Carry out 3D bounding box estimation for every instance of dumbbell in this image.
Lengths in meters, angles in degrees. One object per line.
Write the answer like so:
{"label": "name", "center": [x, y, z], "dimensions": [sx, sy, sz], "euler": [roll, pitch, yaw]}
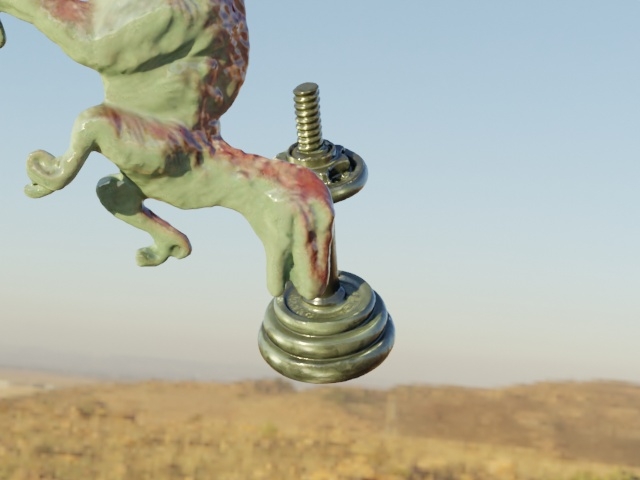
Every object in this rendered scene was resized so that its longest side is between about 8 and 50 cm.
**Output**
{"label": "dumbbell", "center": [0.000, 0.000, 0.965], "dimensions": [0.110, 0.255, 0.110], "euler": [-3, 31, 2]}

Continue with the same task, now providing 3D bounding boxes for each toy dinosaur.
{"label": "toy dinosaur", "center": [-0.063, -0.103, 0.512], "dimensions": [0.167, 0.242, 0.053], "euler": [8, 6, -7]}
